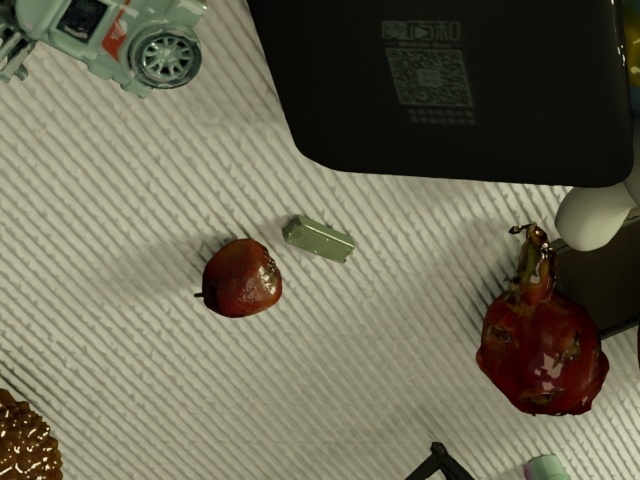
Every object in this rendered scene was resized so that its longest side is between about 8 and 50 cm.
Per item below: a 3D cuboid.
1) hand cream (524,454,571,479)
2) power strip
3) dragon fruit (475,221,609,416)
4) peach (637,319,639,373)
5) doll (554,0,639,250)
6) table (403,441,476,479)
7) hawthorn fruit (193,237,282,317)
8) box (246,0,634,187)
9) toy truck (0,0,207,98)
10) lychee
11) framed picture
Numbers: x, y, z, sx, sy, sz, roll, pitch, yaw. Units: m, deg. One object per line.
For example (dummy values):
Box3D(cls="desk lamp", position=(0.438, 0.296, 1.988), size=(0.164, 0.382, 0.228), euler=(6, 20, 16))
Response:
Box3D(cls="hand cream", position=(0.285, 0.327, 1.944), size=(0.076, 0.174, 0.047), euler=(12, 130, -31))
Box3D(cls="power strip", position=(0.000, 0.000, 1.585), size=(0.083, 0.017, 0.027), euler=(22, 125, -39))
Box3D(cls="dragon fruit", position=(0.219, 0.079, 1.696), size=(0.125, 0.125, 0.246), euler=(-22, 132, -15))
Box3D(cls="peach", position=(0.483, 0.144, 1.703), size=(0.342, 0.302, 0.343), euler=(-12, 138, -11))
Box3D(cls="doll", position=(0.325, -0.135, 1.392), size=(0.376, 0.187, 0.366), euler=(0, 111, 36))
Box3D(cls="table", position=(0.103, 0.438, 1.839), size=(0.335, 0.222, 0.272), euler=(-43, 154, -8))
Box3D(cls="hawthorn fruit", position=(-0.073, 0.037, 1.556), size=(0.077, 0.077, 0.077), euler=(-12, 139, -10))
Box3D(cls="box", position=(0.094, -0.154, 1.322), size=(0.290, 0.073, 0.289), euler=(4, 141, 20))
Box3D(cls="toy truck", position=(-0.128, -0.247, 1.179), size=(0.184, 0.133, 0.338), euler=(22, 122, -27))
Box3D(cls="lychee", position=(-0.350, 0.229, 1.563), size=(0.238, 0.200, 0.200), euler=(-3, 138, -38))
Box3D(cls="framed picture", position=(0.358, 0.016, 1.755), size=(0.250, 0.016, 0.184), euler=(-24, 139, 3))
